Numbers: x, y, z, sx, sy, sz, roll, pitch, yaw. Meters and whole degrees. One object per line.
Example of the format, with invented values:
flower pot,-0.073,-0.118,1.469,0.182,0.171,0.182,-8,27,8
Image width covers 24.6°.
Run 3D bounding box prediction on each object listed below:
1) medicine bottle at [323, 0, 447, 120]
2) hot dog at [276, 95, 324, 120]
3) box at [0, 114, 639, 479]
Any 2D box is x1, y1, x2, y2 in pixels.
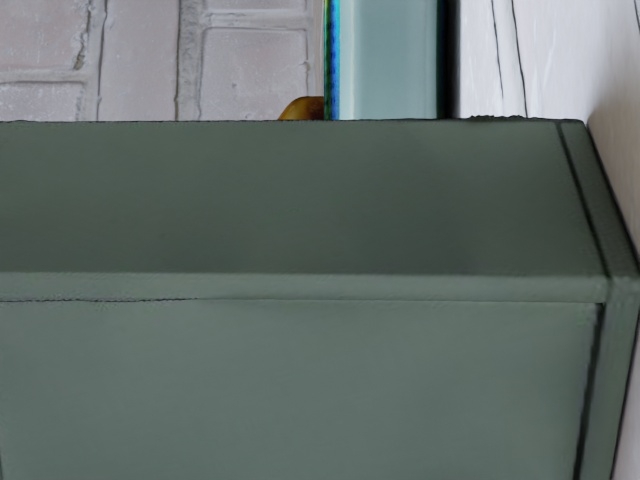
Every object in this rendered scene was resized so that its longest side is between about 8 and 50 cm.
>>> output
medicine bottle,0.042,-0.070,0.963,0.121,0.083,0.229,-107,18,-89
hot dog,0.000,0.000,1.104,0.337,0.135,0.100,-73,-30,-46
box,-0.012,0.071,0.571,0.117,0.225,0.225,-93,4,-57
